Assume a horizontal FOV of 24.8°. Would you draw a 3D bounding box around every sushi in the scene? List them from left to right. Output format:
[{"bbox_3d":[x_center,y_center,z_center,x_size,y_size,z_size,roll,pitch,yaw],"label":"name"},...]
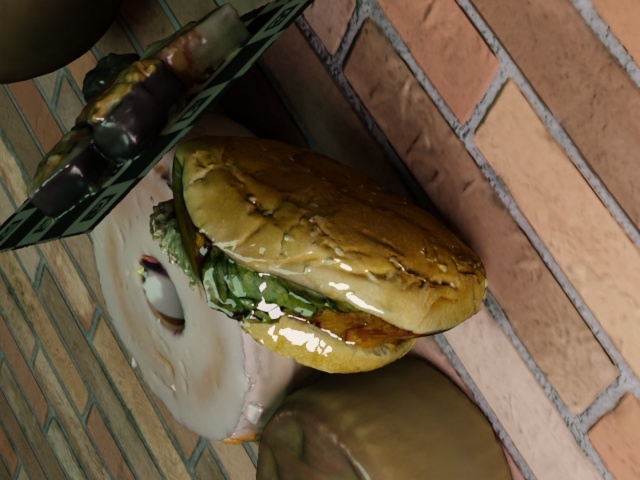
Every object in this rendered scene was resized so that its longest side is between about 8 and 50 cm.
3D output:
[{"bbox_3d":[-0.186,-0.132,1.361,0.064,0.343,0.359,48,156,-17],"label":"sushi"}]

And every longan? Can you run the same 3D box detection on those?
[{"bbox_3d":[-0.362,-0.306,1.619,0.300,0.300,0.243,105,178,-47],"label":"longan"}]

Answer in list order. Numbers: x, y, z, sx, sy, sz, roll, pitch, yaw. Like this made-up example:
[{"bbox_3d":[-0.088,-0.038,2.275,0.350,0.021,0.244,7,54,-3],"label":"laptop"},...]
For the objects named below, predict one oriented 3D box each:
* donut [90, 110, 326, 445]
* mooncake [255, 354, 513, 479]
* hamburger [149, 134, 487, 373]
[{"bbox_3d":[-0.114,0.033,1.544,0.383,0.142,0.382,38,138,45],"label":"donut"},{"bbox_3d":[0.057,0.257,1.390,0.284,0.156,0.284,38,137,46],"label":"mooncake"},{"bbox_3d":[-0.002,0.000,1.225,0.285,0.265,0.134,36,114,25],"label":"hamburger"}]
